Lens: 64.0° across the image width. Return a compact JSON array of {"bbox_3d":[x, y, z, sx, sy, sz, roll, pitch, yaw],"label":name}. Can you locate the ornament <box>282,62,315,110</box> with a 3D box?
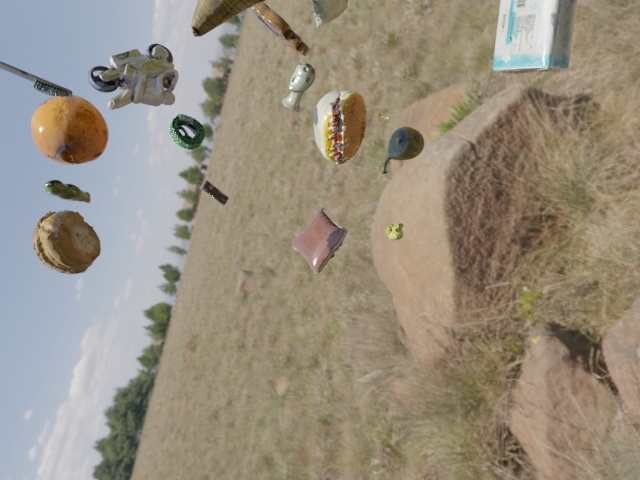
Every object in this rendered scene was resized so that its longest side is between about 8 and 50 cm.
[{"bbox_3d":[-0.072,-0.521,1.722,0.074,0.081,0.156,58,134,29],"label":"ornament"}]

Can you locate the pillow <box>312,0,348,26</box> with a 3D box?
[{"bbox_3d":[0.031,-0.760,1.632,0.128,0.050,0.229,-37,-3,4],"label":"pillow"}]

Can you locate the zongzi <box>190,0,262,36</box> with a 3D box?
[{"bbox_3d":[-0.111,-0.485,0.964,0.288,0.134,0.286,-60,-15,14],"label":"zongzi"}]

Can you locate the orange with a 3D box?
[{"bbox_3d":[-0.867,-0.377,1.776,0.246,0.246,0.245,-167,90,-75],"label":"orange"}]

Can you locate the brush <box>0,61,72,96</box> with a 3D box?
[{"bbox_3d":[-0.660,-0.361,1.149,0.034,0.191,0.027,-9,64,59],"label":"brush"}]

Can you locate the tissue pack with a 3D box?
[{"bbox_3d":[0.610,-0.618,1.454,0.201,0.124,0.270,20,112,51],"label":"tissue pack"}]

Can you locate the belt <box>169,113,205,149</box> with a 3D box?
[{"bbox_3d":[-0.552,-0.445,2.110,0.121,0.151,0.079,-56,15,-26],"label":"belt"}]

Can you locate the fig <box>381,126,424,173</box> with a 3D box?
[{"bbox_3d":[0.346,-0.411,2.325,0.259,0.152,0.151,-32,44,47],"label":"fig"}]

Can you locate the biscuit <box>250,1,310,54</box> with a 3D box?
[{"bbox_3d":[-0.126,-0.625,1.501,0.043,0.302,0.278,-48,50,12],"label":"biscuit"}]

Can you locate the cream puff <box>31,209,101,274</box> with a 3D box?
[{"bbox_3d":[-0.613,0.006,1.225,0.150,0.115,0.165,-58,-47,-67],"label":"cream puff"}]

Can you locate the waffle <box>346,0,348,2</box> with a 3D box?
[{"bbox_3d":[0.016,-0.911,1.828,0.054,0.214,0.208,-52,9,-1],"label":"waffle"}]

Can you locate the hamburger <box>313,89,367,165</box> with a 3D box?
[{"bbox_3d":[0.086,-0.434,1.970,0.151,0.227,0.295,35,152,34],"label":"hamburger"}]

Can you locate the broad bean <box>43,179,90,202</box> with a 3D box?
[{"bbox_3d":[-0.888,-0.163,1.809,0.318,0.098,0.055,145,118,-79],"label":"broad bean"}]

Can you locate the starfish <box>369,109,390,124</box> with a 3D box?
[{"bbox_3d":[0.215,-0.452,1.865,0.016,0.086,0.092,-57,-8,8],"label":"starfish"}]

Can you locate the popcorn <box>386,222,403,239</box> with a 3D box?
[{"bbox_3d":[0.283,-0.037,1.921,0.059,0.068,0.083,-49,-12,-46],"label":"popcorn"}]

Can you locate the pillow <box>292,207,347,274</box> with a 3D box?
[{"bbox_3d":[0.000,0.000,1.636,0.171,0.075,0.179,-53,42,8],"label":"pillow"}]

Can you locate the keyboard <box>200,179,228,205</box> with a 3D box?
[{"bbox_3d":[-0.506,-0.225,2.460,0.017,0.166,0.055,20,76,41],"label":"keyboard"}]

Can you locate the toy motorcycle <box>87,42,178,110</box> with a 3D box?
[{"bbox_3d":[-0.598,-0.538,1.730,0.341,0.222,0.108,-42,7,-41],"label":"toy motorcycle"}]
